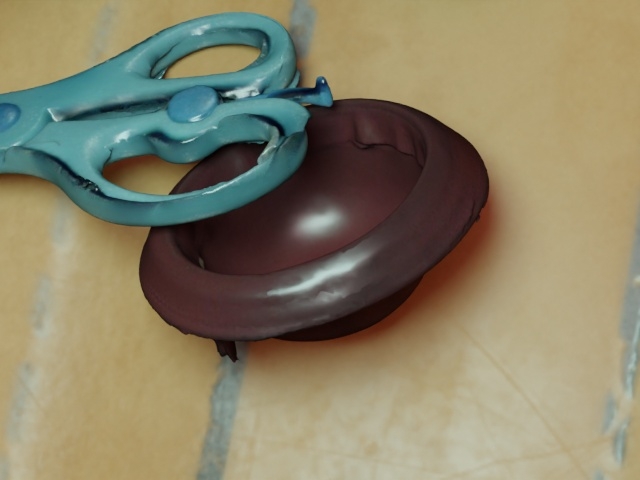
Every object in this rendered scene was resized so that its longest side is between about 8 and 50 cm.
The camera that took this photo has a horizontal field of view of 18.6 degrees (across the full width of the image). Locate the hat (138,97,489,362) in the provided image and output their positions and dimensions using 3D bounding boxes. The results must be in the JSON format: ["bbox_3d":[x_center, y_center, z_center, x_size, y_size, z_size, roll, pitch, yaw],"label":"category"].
[{"bbox_3d":[0.000,0.000,1.103,0.205,0.089,0.205,-15,35,11],"label":"hat"}]

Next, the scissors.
[{"bbox_3d":[-0.183,-0.059,1.155,0.393,0.032,0.180,-6,38,13],"label":"scissors"}]
